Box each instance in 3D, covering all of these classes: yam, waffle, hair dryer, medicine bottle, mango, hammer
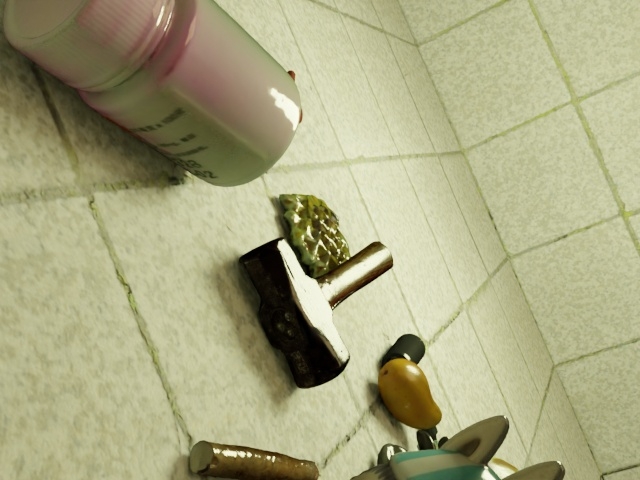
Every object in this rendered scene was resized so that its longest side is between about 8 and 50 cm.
[{"bbox_3d":[-0.079,0.308,1.022,0.264,0.046,0.046,32,41,-52],"label":"yam"},{"bbox_3d":[0.003,0.000,1.484,0.223,0.054,0.204,2,67,-65],"label":"waffle"},{"bbox_3d":[0.207,0.336,1.610,0.128,0.070,0.255,-22,93,-67],"label":"hair dryer"},{"bbox_3d":[-0.213,-0.241,1.033,0.388,0.219,0.219,33,40,-52],"label":"medicine bottle"},{"bbox_3d":[0.179,0.313,1.516,0.184,0.102,0.085,56,-7,-29],"label":"mango"},{"bbox_3d":[0.034,0.074,1.344,0.409,0.095,0.242,-29,94,-55],"label":"hammer"}]

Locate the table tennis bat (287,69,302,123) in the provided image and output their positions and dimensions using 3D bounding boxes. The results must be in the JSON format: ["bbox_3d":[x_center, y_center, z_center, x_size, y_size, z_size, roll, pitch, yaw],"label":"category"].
[{"bbox_3d":[-0.068,-0.326,1.693,0.098,0.019,0.155,45,34,-41],"label":"table tennis bat"}]

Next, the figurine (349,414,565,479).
[{"bbox_3d":[0.191,0.436,0.995,0.361,0.377,0.266,44,23,-7],"label":"figurine"}]

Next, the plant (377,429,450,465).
[{"bbox_3d":[0.210,0.478,1.307,0.276,0.188,0.199,64,22,-4],"label":"plant"}]

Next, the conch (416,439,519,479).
[{"bbox_3d":[0.327,0.552,1.499,0.249,0.197,0.368,106,-33,-65],"label":"conch"}]
